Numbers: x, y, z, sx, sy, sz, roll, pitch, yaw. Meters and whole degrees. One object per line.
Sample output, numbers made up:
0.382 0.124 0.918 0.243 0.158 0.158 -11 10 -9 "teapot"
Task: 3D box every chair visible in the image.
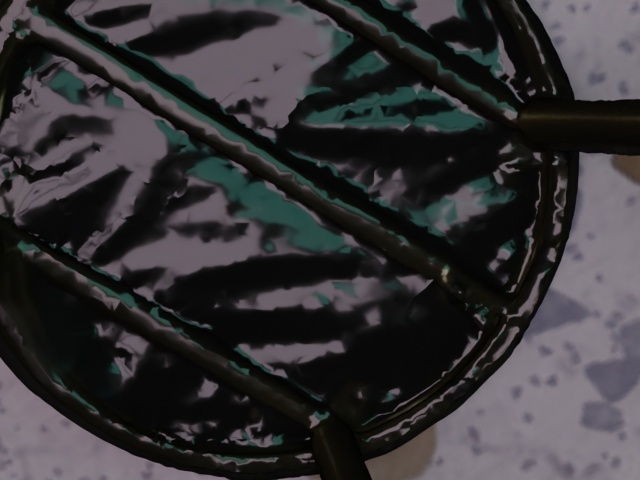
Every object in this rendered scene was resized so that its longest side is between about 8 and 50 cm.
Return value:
0.000 0.000 0.681 0.365 0.410 0.362 29 96 -11 "chair"
